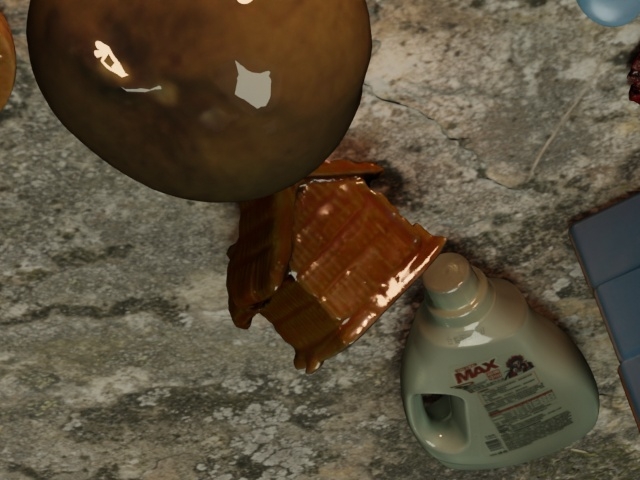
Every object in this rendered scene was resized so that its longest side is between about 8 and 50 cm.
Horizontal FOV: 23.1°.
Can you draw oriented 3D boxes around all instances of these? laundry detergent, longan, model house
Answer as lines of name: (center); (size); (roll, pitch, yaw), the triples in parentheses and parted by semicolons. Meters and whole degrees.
laundry detergent: (0.211, 0.160, 2.108); (0.264, 0.125, 0.398); (-20, 139, 11)
longan: (-0.110, -0.188, 1.472); (0.319, 0.319, 0.319); (-7, 141, -6)
model house: (-0.011, 0.010, 1.847); (0.229, 0.219, 0.199); (49, 158, -8)

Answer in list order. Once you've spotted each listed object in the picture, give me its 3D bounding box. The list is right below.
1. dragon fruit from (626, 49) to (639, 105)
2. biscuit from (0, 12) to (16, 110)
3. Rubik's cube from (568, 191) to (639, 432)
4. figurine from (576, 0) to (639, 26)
dragon fruit: (0.411, -0.204, 1.790); (0.097, 0.063, 0.131); (29, 134, 2)
biscuit: (-0.465, -0.209, 1.542); (0.355, 0.052, 0.275); (22, 129, -37)
Rubik's cube: (0.560, 0.117, 1.974); (0.347, 0.344, 0.346); (-26, 140, 14)
figurine: (0.314, -0.337, 1.541); (0.262, 0.154, 0.180); (-33, 130, -2)
